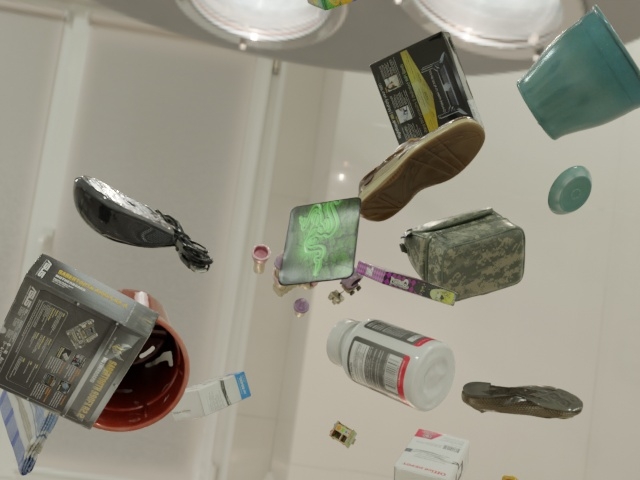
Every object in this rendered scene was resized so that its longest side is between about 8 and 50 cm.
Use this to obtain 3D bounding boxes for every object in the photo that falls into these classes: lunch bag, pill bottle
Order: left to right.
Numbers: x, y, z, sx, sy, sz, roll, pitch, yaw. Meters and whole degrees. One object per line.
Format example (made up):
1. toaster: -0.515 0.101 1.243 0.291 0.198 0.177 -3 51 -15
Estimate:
1. pill bottle: 0.167 0.299 1.885 0.176 0.176 0.318 13 2 -45
2. lunch bag: 0.422 0.025 2.229 0.305 0.213 0.256 -16 27 -15

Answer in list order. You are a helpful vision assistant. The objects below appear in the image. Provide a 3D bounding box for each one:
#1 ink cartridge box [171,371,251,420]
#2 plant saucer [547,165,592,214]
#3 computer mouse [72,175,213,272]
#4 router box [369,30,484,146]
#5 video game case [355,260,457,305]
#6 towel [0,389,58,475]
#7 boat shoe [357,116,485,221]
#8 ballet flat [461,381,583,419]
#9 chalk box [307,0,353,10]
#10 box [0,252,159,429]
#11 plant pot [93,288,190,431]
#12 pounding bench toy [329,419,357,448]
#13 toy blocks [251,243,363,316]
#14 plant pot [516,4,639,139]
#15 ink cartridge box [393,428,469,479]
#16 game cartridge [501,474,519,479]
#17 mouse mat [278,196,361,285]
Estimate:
1. ink cartridge box: -0.339 0.476 2.276 0.148 0.086 0.203 -17 -4 38
2. plant saucer: 0.552 -0.105 1.628 0.119 0.119 0.021 11 22 -33
3. computer mouse: -0.328 -0.023 1.304 0.272 0.072 0.188 32 6 -45
4. router box: 0.313 -0.423 2.193 0.242 0.309 0.081 -19 3 29
5. video game case: 0.223 0.111 1.976 0.210 0.042 0.232 18 0 -15
6. towel: -0.585 0.311 1.489 0.034 0.285 0.209 -1 45 -42
7. boat shoe: 0.206 -0.176 1.625 0.123 0.123 0.342 26 -48 -30
8. ballet flat: 0.424 0.346 1.574 0.249 0.058 0.084 2 22 18
9. chalk box: 0.028 -0.622 1.730 0.213 0.132 0.132 -22 31 -9
10. box: -0.362 0.150 1.063 0.183 0.231 0.056 29 32 -12
11. plant pot: -0.433 0.238 1.650 0.272 0.272 0.265 9 12 -15
12. pounding bench toy: 0.068 0.581 2.217 0.065 0.052 0.083 25 -18 25
13. toy blocks: -0.036 0.061 2.495 0.309 0.288 0.260 47 -27 20
14. plant pot: 0.637 -0.390 1.832 0.255 0.272 0.271 -32 -24 25
15. ink cartridge box: 0.342 0.691 2.273 0.172 0.100 0.237 8 19 24
16. game cartridge: 0.516 0.791 1.845 0.323 0.285 0.052 42 -30 -22
17. mouse mat: 0.000 0.000 1.411 0.152 0.190 0.007 -8 -39 22
